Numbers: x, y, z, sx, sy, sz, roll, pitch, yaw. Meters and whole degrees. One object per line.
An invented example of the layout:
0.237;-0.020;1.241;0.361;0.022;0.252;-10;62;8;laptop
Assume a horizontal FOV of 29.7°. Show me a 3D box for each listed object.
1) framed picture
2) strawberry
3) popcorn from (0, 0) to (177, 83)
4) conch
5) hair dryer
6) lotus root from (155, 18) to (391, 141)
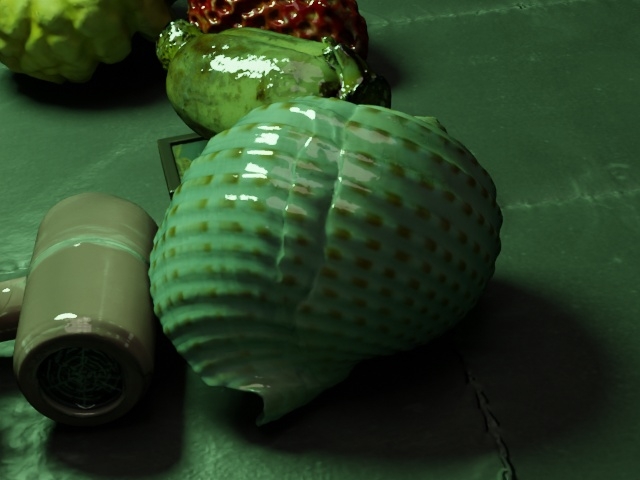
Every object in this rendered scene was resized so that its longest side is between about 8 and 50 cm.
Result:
-0.101;-0.096;1.420;0.168;0.023;0.128;-11;35;-8;framed picture
-0.045;-0.290;1.576;0.244;0.205;0.205;36;49;18;strawberry
-0.318;-0.377;1.649;0.349;0.349;0.382;10;-2;22;popcorn
0.005;-0.013;1.083;0.303;0.215;0.319;28;46;11;conch
-0.320;0.089;1.121;0.352;0.125;0.210;-14;35;5;hair dryer
-0.065;-0.172;1.374;0.309;0.173;0.173;22;43;33;lotus root
